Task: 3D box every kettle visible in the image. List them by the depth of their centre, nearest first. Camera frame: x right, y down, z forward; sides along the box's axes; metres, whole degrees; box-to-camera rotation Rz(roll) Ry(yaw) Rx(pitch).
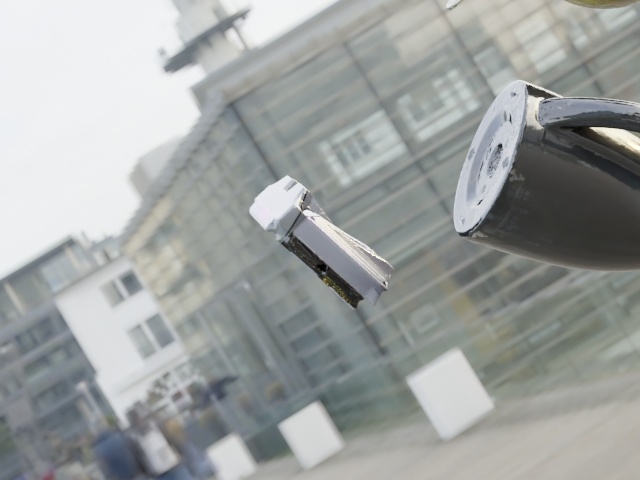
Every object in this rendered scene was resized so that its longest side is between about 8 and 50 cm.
[{"bbox_3d":[0.347,-0.072,1.726,0.268,0.290,0.207,120,167,-50],"label":"kettle"}]

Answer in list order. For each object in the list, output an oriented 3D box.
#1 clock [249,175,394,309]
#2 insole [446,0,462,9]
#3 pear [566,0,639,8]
[{"bbox_3d":[0.000,0.000,2.009,0.083,0.186,0.253,-48,14,0],"label":"clock"},{"bbox_3d":[0.247,-0.429,2.077,0.081,0.011,0.248,-28,26,55],"label":"insole"},{"bbox_3d":[0.384,-0.455,1.922,0.283,0.283,0.283,-31,-2,-1],"label":"pear"}]
